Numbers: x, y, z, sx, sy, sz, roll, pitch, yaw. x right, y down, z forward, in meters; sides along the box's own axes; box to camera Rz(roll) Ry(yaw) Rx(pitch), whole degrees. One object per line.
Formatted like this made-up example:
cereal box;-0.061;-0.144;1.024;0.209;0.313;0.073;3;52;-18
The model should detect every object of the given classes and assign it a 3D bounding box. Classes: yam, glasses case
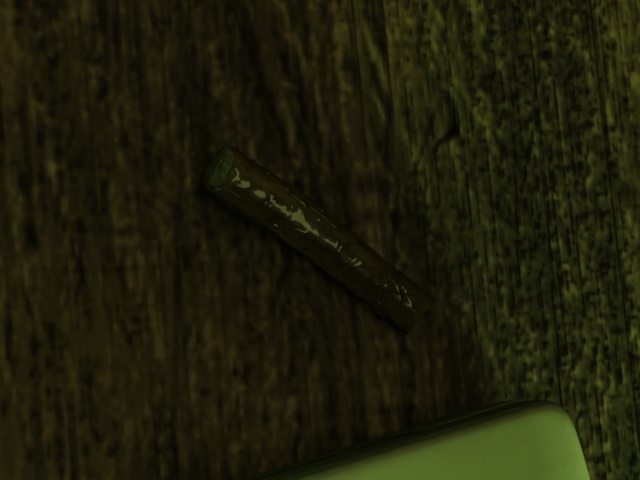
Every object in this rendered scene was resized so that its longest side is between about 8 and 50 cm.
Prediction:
yam;0.000;0.000;0.821;0.145;0.032;0.032;37;69;-16
glasses case;0.002;0.179;0.770;0.312;0.070;0.131;-14;87;-26
